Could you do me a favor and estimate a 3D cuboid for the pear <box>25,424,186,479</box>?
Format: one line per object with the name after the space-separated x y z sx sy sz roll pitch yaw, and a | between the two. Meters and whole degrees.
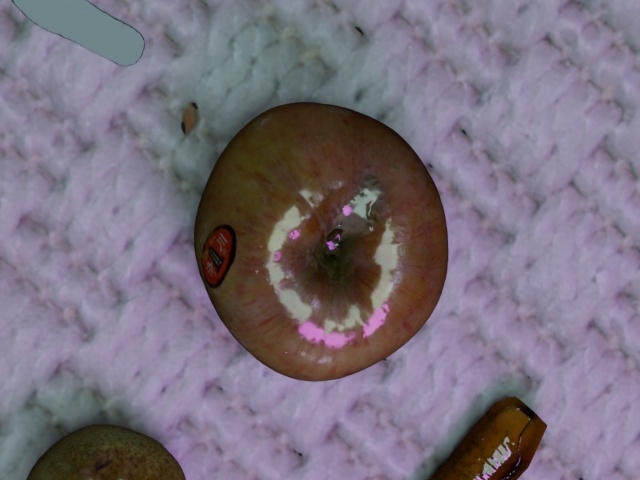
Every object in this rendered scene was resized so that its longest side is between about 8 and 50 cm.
-0.204 0.259 1.922 0.167 0.136 0.167 2 84 -20 | pear

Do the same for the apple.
0.000 0.000 1.886 0.260 0.194 0.261 -2 98 -12 | apple

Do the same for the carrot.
0.125 0.266 2.022 0.260 0.070 0.070 -45 104 2 | carrot

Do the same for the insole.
-0.235 -0.216 1.902 0.152 0.002 0.053 29 94 -13 | insole
